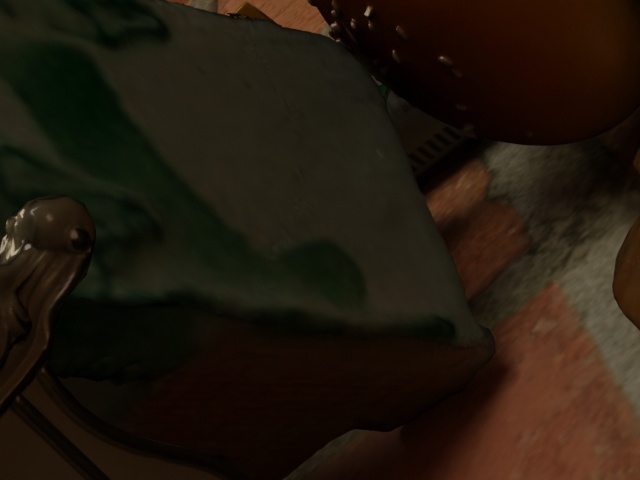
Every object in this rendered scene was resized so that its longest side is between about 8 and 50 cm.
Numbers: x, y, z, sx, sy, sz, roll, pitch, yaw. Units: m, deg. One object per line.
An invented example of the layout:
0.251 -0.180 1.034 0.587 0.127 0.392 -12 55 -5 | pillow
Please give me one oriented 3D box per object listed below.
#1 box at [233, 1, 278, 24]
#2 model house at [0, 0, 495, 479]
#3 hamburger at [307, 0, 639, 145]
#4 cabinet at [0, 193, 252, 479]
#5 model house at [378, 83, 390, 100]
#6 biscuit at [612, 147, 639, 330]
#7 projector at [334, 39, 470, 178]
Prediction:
-0.133 -0.024 1.227 0.301 0.084 0.193 -46 -4 -13 | box
-0.136 0.053 0.778 0.325 0.267 0.194 -46 51 34 | model house
0.087 -0.142 0.820 0.170 0.246 0.246 -48 16 -7 | hamburger
-0.158 0.198 0.508 0.290 0.227 0.318 -34 16 44 | cabinet
0.000 0.000 0.934 0.167 0.088 0.117 -33 18 34 | model house
0.249 -0.095 0.657 0.376 0.051 0.269 -50 19 -27 | biscuit
0.030 -0.078 1.036 0.337 0.108 0.108 -37 16 19 | projector
